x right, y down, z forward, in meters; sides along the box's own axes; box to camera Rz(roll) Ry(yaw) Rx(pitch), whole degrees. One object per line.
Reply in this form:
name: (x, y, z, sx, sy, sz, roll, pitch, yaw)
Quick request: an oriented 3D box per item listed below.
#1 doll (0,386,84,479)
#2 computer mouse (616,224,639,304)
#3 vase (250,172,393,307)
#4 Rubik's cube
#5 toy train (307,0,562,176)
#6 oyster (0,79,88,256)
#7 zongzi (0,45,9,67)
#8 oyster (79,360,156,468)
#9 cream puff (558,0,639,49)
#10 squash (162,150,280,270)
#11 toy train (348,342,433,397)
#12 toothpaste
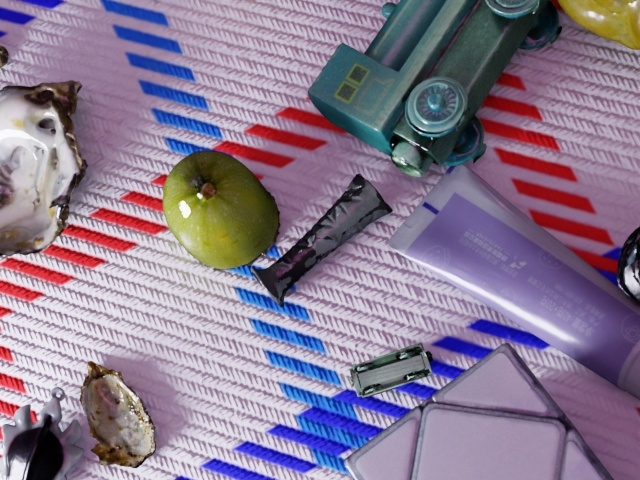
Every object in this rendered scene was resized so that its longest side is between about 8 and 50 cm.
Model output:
doll: (-0.321, 0.257, 1.826, 0.096, 0.070, 0.195, 18, 86, 2)
computer mouse: (0.417, 0.004, 1.711, 0.241, 0.077, 0.146, -19, 91, -3)
vase: (0.000, 0.000, 1.829, 0.167, 0.059, 0.059, -42, 69, -1)
Rubik's cube: (0.175, 0.254, 1.631, 0.205, 0.205, 0.207, -35, 68, 1)
toy train: (0.136, -0.222, 1.832, 0.194, 0.120, 0.298, 31, 83, 25)
oyster: (-0.367, -0.075, 1.929, 0.223, 0.083, 0.214, -16, 67, 14)
zongzi: (-0.424, -0.202, 2.006, 0.076, 0.040, 0.083, 8, 88, 9)
oyster: (-0.226, 0.193, 1.842, 0.086, 0.029, 0.132, -7, 69, 5)
cream puff: (0.379, -0.335, 1.692, 0.323, 0.270, 0.274, 15, 79, -11)
squash: (-0.117, -0.037, 1.805, 0.123, 0.187, 0.123, -2, 79, 9)
toy train: (0.078, 0.139, 1.769, 0.093, 0.056, 0.038, -20, 87, 8)
toothpaste: (0.243, 0.051, 1.748, 0.371, 0.080, 0.125, 36, 84, 26)
